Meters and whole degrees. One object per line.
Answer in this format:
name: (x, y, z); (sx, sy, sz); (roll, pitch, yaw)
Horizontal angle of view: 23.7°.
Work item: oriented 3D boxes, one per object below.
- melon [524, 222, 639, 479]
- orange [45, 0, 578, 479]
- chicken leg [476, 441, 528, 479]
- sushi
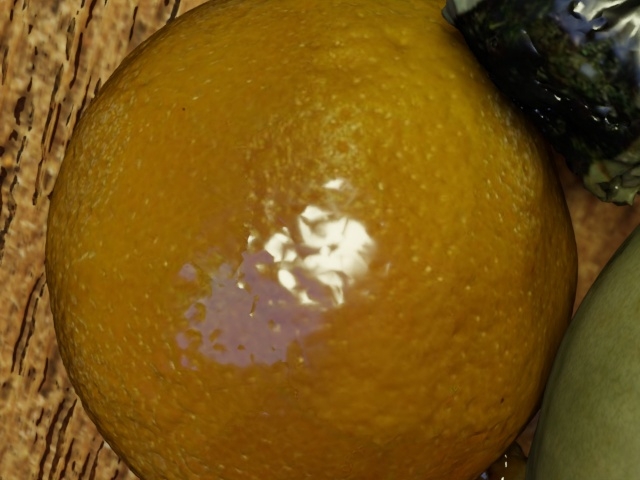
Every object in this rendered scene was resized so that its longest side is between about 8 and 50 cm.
melon: (0.216, 0.098, 0.605); (0.268, 0.268, 0.330); (33, 137, 16)
orange: (0.000, 0.000, 0.701); (0.264, 0.264, 0.264); (11, 114, 26)
chicken leg: (0.120, 0.153, 0.803); (0.251, 0.087, 0.107); (46, 107, 15)
sushi: (0.138, -0.096, 0.611); (0.147, 0.212, 0.115); (-34, 93, 43)
